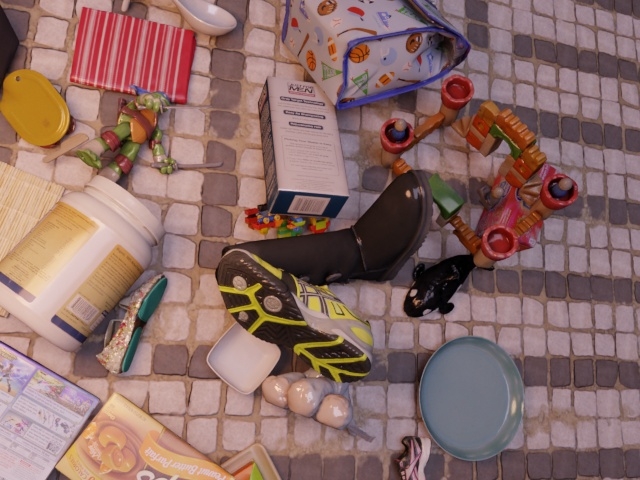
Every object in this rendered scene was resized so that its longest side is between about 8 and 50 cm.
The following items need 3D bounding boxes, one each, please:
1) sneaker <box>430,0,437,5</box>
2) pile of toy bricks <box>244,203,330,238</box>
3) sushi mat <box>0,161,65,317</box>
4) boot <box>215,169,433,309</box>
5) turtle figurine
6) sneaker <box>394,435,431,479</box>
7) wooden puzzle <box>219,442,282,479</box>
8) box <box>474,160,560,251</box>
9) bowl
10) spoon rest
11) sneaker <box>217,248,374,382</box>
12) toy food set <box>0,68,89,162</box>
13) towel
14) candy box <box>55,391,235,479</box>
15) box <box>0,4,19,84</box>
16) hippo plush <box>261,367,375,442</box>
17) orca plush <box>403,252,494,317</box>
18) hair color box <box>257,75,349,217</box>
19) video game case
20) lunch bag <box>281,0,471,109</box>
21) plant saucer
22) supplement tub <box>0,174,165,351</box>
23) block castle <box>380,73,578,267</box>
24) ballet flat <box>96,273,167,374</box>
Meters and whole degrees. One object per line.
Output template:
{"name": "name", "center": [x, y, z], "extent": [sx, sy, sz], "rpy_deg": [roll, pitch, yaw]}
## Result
{"name": "sneaker", "center": [0.250, -0.602, 1.709], "extent": [0.105, 0.095, 0.236], "rpy_deg": [21, 69, -8]}
{"name": "pile of toy bricks", "center": [-0.085, -0.032, 1.484], "extent": [0.212, 0.118, 0.105], "rpy_deg": [-15, 115, -36]}
{"name": "sushi mat", "center": [-0.687, -0.003, 1.299], "extent": [0.151, 0.019, 0.316], "rpy_deg": [22, 73, -15]}
{"name": "boot", "center": [0.000, 0.002, 1.371], "extent": [0.445, 0.367, 0.146], "rpy_deg": [-5, 51, -20]}
{"name": "turtle figurine", "center": [-0.382, -0.220, 1.349], "extent": [0.275, 0.198, 0.266], "rpy_deg": [41, 64, -5]}
{"name": "sneaker", "center": [0.217, 0.570, 1.490], "extent": [0.077, 0.072, 0.178], "rpy_deg": [15, 67, -4]}
{"name": "wooden puzzle", "center": [-0.184, 0.609, 1.345], "extent": [0.239, 0.044, 0.221], "rpy_deg": [-27, 90, -22]}
{"name": "box", "center": [0.554, -0.105, 1.697], "extent": [0.128, 0.122, 0.256], "rpy_deg": [30, 72, -10]}
{"name": "bowl", "center": [-0.182, 0.271, 1.405], "extent": [0.142, 0.053, 0.142], "rpy_deg": [43, 69, -7]}
{"name": "spoon rest", "center": [-0.341, -0.573, 1.483], "extent": [0.276, 0.084, 0.137], "rpy_deg": [9, 40, -16]}
{"name": "sneaker", "center": [-0.051, 0.145, 1.274], "extent": [0.385, 0.145, 0.147], "rpy_deg": [40, 33, -12]}
{"name": "toy food set", "center": [-0.618, -0.277, 1.356], "extent": [0.128, 0.071, 0.218], "rpy_deg": [-36, 91, 3]}
{"name": "towel", "center": [-0.447, -0.445, 1.461], "extent": [0.275, 0.031, 0.198], "rpy_deg": [8, 77, -17]}
{"name": "candy box", "center": [-0.358, 0.484, 1.259], "extent": [0.316, 0.087, 0.183], "rpy_deg": [36, 70, 0]}
{"name": "box", "center": [-0.842, -0.351, 1.207], "extent": [0.313, 0.179, 0.343], "rpy_deg": [17, 75, -7]}
{"name": "hippo plush", "center": [0.031, 0.299, 1.378], "extent": [0.294, 0.234, 0.236], "rpy_deg": [25, 73, -13]}
{"name": "orca plush", "center": [0.351, 0.112, 1.596], "extent": [0.287, 0.102, 0.151], "rpy_deg": [-17, 86, -22]}
{"name": "hair color box", "center": [-0.047, -0.228, 1.464], "extent": [0.174, 0.105, 0.347], "rpy_deg": [4, 59, -19]}
{"name": "video game case", "center": [-0.636, 0.363, 1.224], "extent": [0.270, 0.061, 0.244], "rpy_deg": [35, 72, -10]}
{"name": "lunch bag", "center": [0.145, -0.541, 1.527], "extent": [0.386, 0.239, 0.327], "rpy_deg": [-17, 57, -23]}
{"name": "plant saucer", "center": [0.392, 0.411, 1.586], "extent": [0.318, 0.044, 0.317], "rpy_deg": [3, 79, -18]}
{"name": "supplement tub", "center": [-0.496, 0.043, 1.245], "extent": [0.228, 0.228, 0.316], "rpy_deg": [40, 70, -8]}
{"name": "block castle", "center": [0.393, -0.184, 1.531], "extent": [0.303, 0.213, 0.453], "rpy_deg": [-37, 75, -13]}
{"name": "ballet flat", "center": [-0.421, 0.174, 1.328], "extent": [0.077, 0.091, 0.241], "rpy_deg": [18, 69, 8]}
